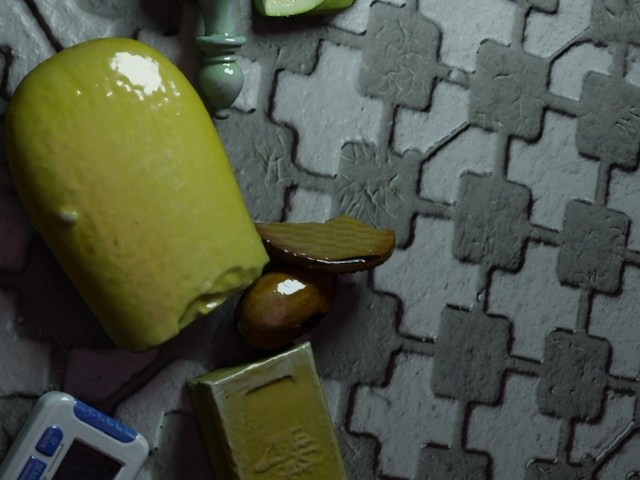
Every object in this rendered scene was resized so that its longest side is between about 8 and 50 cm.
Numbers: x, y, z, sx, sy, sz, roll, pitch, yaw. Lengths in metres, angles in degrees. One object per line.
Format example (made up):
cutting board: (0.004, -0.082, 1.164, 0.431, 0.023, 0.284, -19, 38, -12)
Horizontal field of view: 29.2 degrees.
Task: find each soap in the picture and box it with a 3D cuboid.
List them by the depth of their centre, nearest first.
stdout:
soap: (-0.269, -0.077, 1.758, 0.306, 0.115, 0.427, -29, 103, -21)
soap: (-0.068, 0.328, 1.886, 0.199, 0.091, 0.315, -19, 99, -26)

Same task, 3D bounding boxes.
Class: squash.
squash: (-0.002, -0.392, 1.925, 0.200, 0.075, 0.090, -7, 68, -30)

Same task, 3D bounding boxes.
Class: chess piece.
chess piece: (-0.151, -0.315, 1.831, 0.139, 0.139, 0.272, -7, 106, -29)

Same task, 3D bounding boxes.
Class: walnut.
walnut: (-0.047, 0.093, 1.890, 0.207, 0.115, 0.116, -35, 106, -33)

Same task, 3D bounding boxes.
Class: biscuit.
biscuit: (0.000, 0.001, 1.913, 0.228, 0.176, 0.031, 14, 118, 4)

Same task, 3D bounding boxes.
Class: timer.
timer: (-0.372, 0.353, 1.725, 0.178, 0.078, 0.253, 36, 75, -26)
